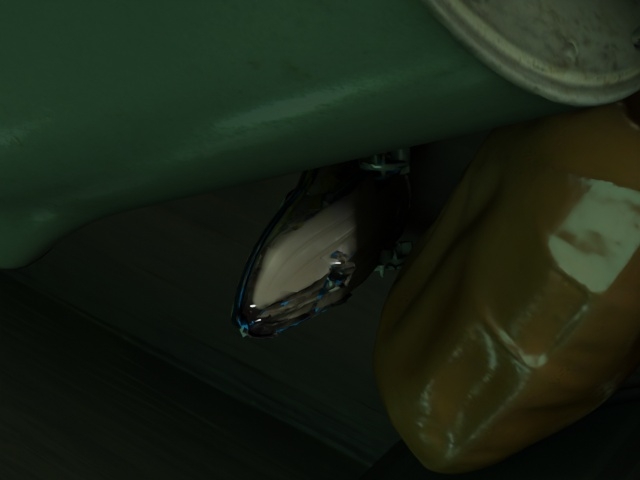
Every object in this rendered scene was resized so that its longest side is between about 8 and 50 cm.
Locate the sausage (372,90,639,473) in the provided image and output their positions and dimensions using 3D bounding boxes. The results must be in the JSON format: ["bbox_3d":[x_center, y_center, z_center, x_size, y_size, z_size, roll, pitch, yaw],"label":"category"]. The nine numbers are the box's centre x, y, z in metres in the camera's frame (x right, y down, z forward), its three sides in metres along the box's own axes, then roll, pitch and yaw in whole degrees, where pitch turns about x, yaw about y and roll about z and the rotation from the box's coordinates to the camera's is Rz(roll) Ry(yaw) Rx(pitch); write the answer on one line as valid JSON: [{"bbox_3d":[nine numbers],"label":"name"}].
[{"bbox_3d":[0.105,0.018,0.594,0.120,0.136,0.241,40,134,11],"label":"sausage"}]

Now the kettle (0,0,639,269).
[{"bbox_3d":[-0.065,-0.192,0.569,0.376,0.250,0.361,-14,82,43],"label":"kettle"}]

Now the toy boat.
[{"bbox_3d":[0.000,0.000,0.621,0.066,0.210,0.084,4,110,19],"label":"toy boat"}]

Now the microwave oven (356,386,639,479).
[{"bbox_3d":[0.138,0.252,0.648,0.237,0.181,0.295,-19,99,43],"label":"microwave oven"}]
